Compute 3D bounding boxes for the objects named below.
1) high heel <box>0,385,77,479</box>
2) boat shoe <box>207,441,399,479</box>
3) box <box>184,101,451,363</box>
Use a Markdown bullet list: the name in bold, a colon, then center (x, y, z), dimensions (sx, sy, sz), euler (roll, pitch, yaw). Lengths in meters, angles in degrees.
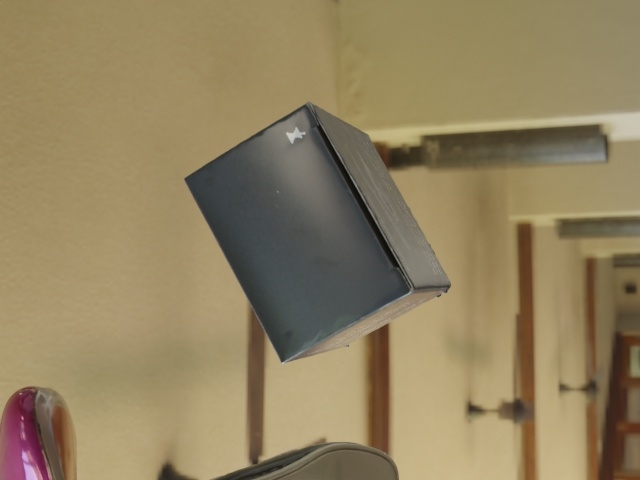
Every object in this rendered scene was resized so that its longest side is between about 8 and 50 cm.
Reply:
- **high heel**: center (-0.317, 0.255, 1.110), dimensions (0.377, 0.181, 0.127), euler (98, 168, -48)
- **boat shoe**: center (-0.050, 0.298, 1.388), dimensions (0.335, 0.095, 0.112), euler (-4, -89, -43)
- **box**: center (0.006, -0.003, 0.895), dimensions (0.153, 0.108, 0.207), euler (62, -168, 9)
